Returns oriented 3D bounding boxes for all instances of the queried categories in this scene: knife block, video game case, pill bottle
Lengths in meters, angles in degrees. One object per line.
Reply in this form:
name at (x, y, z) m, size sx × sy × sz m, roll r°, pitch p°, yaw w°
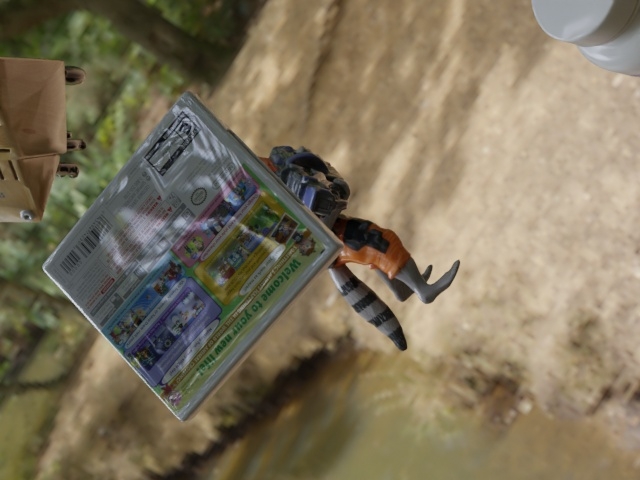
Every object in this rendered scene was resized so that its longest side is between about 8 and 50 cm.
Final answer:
knife block at (-0.304, -0.148, 1.500) m, size 0.275 × 0.088 × 0.242 m, roll 81°, pitch -168°, yaw -50°
video game case at (-0.113, 0.015, 1.311) m, size 0.212 × 0.193 × 0.023 m, roll -48°, pitch -15°, yaw 16°
pill bottle at (0.282, -0.194, 1.263) m, size 0.124 × 0.221 × 0.124 m, roll -8°, pitch 79°, yaw 49°

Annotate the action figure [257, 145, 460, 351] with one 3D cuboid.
action figure at (0.000, 0.000, 1.898) m, size 0.178 × 0.330 × 0.341 m, roll -64°, pitch 5°, yaw 8°
